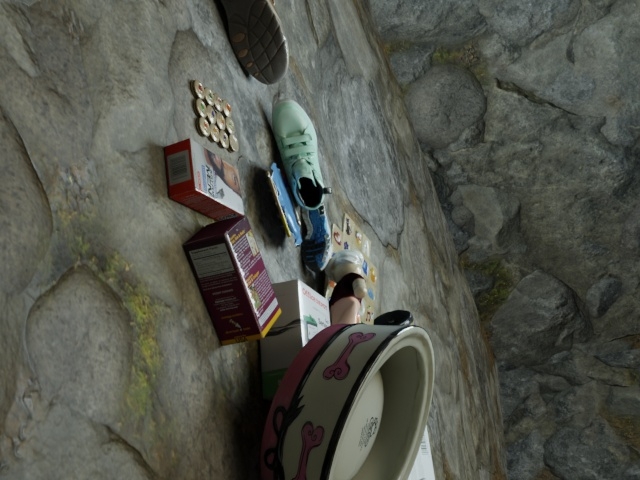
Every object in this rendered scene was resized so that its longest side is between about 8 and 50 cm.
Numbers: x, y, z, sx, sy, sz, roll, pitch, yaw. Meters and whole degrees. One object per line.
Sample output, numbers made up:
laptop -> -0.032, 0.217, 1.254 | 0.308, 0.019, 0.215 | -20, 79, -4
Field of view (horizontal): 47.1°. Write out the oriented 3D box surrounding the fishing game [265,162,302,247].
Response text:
fishing game -> -0.080, -0.071, 1.555 | 0.264, 0.041, 0.189 | -81, 153, -80

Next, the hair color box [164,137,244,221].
hair color box -> -0.194, -0.099, 1.247 | 0.167, 0.053, 0.093 | 31, 47, -66

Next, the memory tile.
memory tile -> -0.199, -0.233, 1.392 | 0.148, 0.012, 0.113 | 24, 54, -68

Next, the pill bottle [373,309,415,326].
pill bottle -> 0.229, 0.316, 2.067 | 0.123, 0.123, 0.219 | -57, 131, -65

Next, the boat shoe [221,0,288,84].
boat shoe -> -0.145, -0.498, 1.578 | 0.116, 0.123, 0.324 | -72, 145, -62

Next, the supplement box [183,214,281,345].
supplement box -> -0.144, 0.066, 1.228 | 0.104, 0.081, 0.188 | -54, 128, -66

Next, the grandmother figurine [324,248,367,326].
grandmother figurine -> 0.055, 0.154, 1.603 | 0.104, 0.208, 0.342 | 28, 40, -22

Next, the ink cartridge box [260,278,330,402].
ink cartridge box -> -0.044, 0.201, 1.402 | 0.160, 0.092, 0.219 | 41, 40, -60

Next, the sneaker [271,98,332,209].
sneaker -> -0.040, -0.190, 1.634 | 0.151, 0.094, 0.256 | -121, -165, -76

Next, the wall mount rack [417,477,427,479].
wall mount rack -> 0.149, 0.470, 1.600 | 0.304, 0.130, 0.350 | 38, 30, -79

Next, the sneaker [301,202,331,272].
sneaker -> 0.000, 0.000, 1.720 | 0.083, 0.071, 0.190 | 62, 23, -51

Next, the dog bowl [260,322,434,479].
dog bowl -> 0.050, 0.325, 1.284 | 0.408, 0.150, 0.408 | -34, 131, -51

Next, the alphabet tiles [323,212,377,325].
alphabet tiles -> 0.078, 0.120, 1.848 | 0.285, 0.011, 0.342 | 44, 46, -52

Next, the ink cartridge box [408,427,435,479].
ink cartridge box -> 0.201, 0.606, 1.884 | 0.239, 0.060, 0.275 | 13, 62, -42
